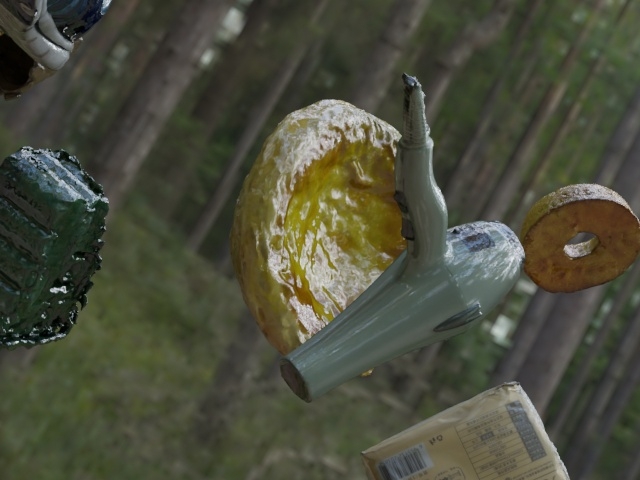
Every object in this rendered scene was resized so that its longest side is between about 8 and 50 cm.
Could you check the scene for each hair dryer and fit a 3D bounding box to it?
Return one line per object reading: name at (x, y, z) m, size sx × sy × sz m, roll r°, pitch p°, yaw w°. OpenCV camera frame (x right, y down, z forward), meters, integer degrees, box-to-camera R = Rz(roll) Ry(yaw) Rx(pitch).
hair dryer at (0.040, 0.018, 1.537) m, size 0.092 × 0.229 × 0.267 m, roll 39°, pitch -10°, yaw 42°

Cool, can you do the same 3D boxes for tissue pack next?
tissue pack at (0.179, 0.288, 2.267) m, size 0.186 × 0.222 × 0.090 m, roll 63°, pitch -9°, yaw 14°

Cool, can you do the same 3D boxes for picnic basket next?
picnic basket at (-0.378, -0.230, 2.198) m, size 0.128 × 0.178 × 0.138 m, roll -36°, pitch -93°, yaw 38°

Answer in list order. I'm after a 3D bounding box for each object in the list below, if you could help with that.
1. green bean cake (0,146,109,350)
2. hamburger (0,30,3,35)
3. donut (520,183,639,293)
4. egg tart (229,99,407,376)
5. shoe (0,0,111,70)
green bean cake at (-0.288, 0.009, 1.974) m, size 0.107 × 0.208 × 0.193 m, roll 36°, pitch 14°, yaw 20°
hamburger at (-0.318, -0.241, 1.606) m, size 0.177 × 0.185 × 0.113 m, roll -127°, pitch -161°, yaw -56°
donut at (0.311, -0.006, 2.312) m, size 0.152 × 0.152 × 0.058 m, roll 37°, pitch 24°, yaw -29°
egg tart at (0.000, 0.000, 2.067) m, size 0.128 × 0.319 × 0.319 m, roll -3°, pitch -33°, yaw 43°
shoe at (-0.194, -0.198, 1.336) m, size 0.091 × 0.106 × 0.207 m, roll 42°, pitch -7°, yaw 11°
